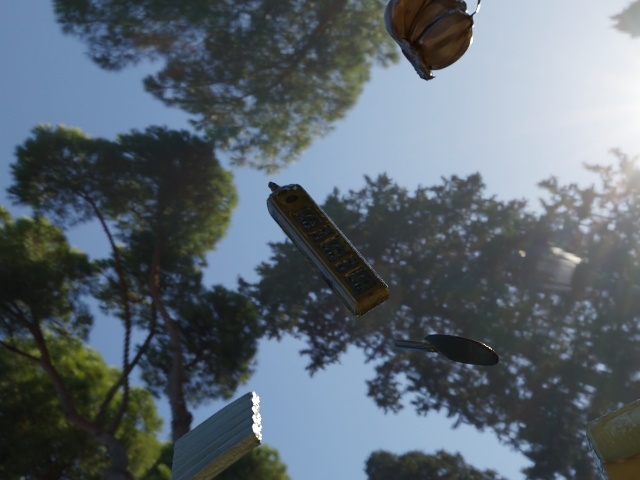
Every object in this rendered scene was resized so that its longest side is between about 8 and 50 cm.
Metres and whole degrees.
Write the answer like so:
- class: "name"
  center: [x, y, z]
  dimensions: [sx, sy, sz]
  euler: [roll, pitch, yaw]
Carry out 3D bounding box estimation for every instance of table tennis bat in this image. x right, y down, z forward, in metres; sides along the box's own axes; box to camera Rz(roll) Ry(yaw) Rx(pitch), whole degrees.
- class: "table tennis bat"
  center: [0.295, 0.257, 1.960]
  dimensions: [0.154, 0.274, 0.021]
  euler: [41, -120, -39]

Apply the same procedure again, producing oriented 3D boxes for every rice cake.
- class: "rice cake"
  center: [-0.197, 0.380, 1.536]
  dimensions: [0.198, 0.189, 0.037]
  euler: [-34, -70, 8]

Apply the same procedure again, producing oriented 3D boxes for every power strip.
- class: "power strip"
  center: [0.000, 0.000, 1.757]
  dimensions: [0.092, 0.387, 0.066]
  euler: [-29, -29, -21]

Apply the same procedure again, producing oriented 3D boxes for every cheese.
- class: "cheese"
  center: [0.668, 0.426, 1.622]
  dimensions: [0.243, 0.123, 0.265]
  euler: [-24, -53, 7]

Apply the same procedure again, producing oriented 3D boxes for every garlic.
- class: "garlic"
  center: [0.246, -0.436, 1.716]
  dimensions: [0.207, 0.257, 0.207]
  euler: [4, -98, -27]
